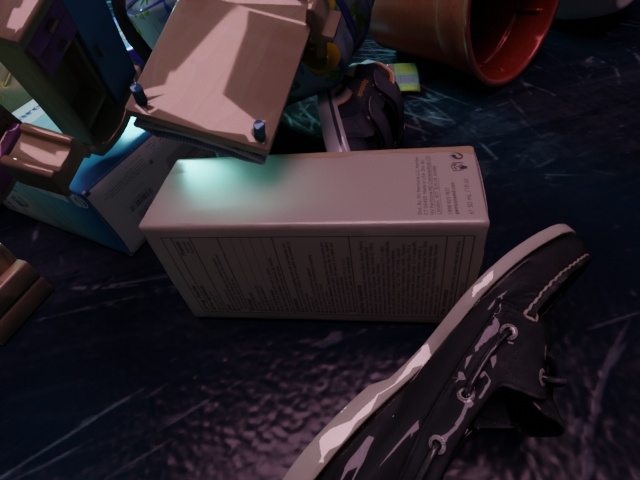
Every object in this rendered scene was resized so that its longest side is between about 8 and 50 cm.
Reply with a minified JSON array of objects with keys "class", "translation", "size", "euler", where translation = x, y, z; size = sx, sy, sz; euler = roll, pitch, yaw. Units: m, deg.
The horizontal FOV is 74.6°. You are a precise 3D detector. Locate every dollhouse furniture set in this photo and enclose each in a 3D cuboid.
[{"class":"dollhouse furniture set","translation":[-0.153,-0.125,0.444],"size":[0.303,0.198,0.286],"euler":[14,72,-2]}]

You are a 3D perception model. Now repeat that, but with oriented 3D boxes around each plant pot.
[{"class":"plant pot","translation":[0.230,-0.433,0.740],"size":[0.272,0.272,0.265],"euler":[-36,44,-21]}]

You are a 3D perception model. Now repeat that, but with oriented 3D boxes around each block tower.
[{"class":"block tower","translation":[-0.527,0.034,0.560],"size":[0.335,0.091,0.097],"euler":[11,51,19]}]

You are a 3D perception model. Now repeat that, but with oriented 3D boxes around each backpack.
[{"class":"backpack","translation":[-0.091,-0.312,0.588],"size":[0.356,0.290,0.273],"euler":[-19,46,25]}]

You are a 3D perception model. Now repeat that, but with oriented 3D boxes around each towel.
[{"class":"towel","translation":[0.152,-0.300,0.773],"size":[0.060,0.009,0.083],"euler":[-1,58,0]}]

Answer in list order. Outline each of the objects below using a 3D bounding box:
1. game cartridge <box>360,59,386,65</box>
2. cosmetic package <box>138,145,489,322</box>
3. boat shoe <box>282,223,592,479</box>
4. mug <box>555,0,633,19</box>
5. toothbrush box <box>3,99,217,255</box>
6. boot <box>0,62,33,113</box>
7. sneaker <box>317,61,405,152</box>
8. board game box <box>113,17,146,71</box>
[{"class":"game cartridge","translation":[0.101,-0.326,0.815],"size":[0.056,0.017,0.083],"euler":[-32,51,-22]},{"class":"cosmetic package","translation":[0.000,0.000,0.446],"size":[0.309,0.160,0.113],"euler":[1,48,10]},{"class":"boat shoe","translation":[0.128,0.122,0.334],"size":[0.340,0.127,0.113],"euler":[-36,53,-18]},{"class":"mug","translation":[0.492,-0.583,0.831],"size":[0.374,0.276,0.328],"euler":[-11,45,-43]},{"class":"toothbrush box","translation":[-0.348,-0.128,0.646],"size":[0.296,0.126,0.216],"euler":[16,54,22]},{"class":"boot","translation":[-0.544,-0.241,0.789],"size":[0.203,0.262,0.095],"euler":[5,25,-45]},{"class":"sneaker","translation":[0.064,-0.175,0.611],"size":[0.127,0.126,0.321],"euler":[-12,46,7]},{"class":"board game box","translation":[-0.530,-0.387,0.930],"size":[0.347,0.078,0.233],"euler":[-18,48,-1]}]
